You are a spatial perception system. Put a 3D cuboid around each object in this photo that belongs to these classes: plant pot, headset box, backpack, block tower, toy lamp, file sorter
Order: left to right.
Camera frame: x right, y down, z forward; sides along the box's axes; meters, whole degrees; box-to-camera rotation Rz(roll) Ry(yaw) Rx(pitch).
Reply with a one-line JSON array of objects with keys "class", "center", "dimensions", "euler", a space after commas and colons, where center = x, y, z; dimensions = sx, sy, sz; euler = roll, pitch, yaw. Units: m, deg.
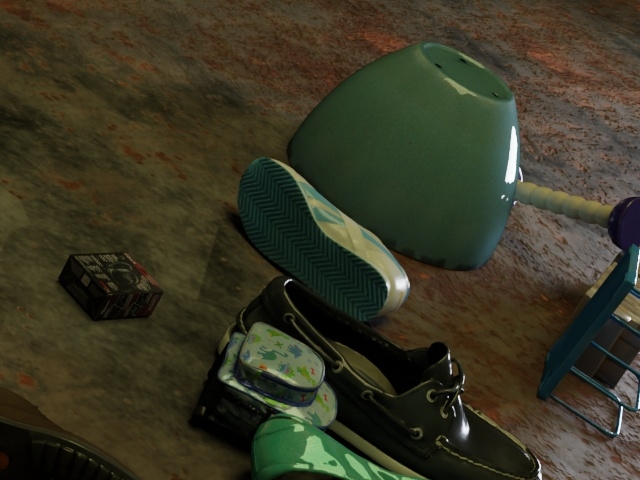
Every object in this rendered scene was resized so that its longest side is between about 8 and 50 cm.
[{"class": "headset box", "center": [-0.192, 0.041, 1.654], "dimensions": [0.062, 0.032, 0.083], "euler": [44, 25, 28]}, {"class": "backpack", "center": [-0.040, 0.136, 1.577], "dimensions": [0.114, 0.084, 0.105], "euler": [31, 25, -6]}, {"class": "plant pot", "center": [0.132, -0.128, 2.184], "dimensions": [0.290, 0.195, 0.290], "euler": [25, 24, -12]}, {"class": "toy lamp", "center": [0.291, -0.051, 2.279], "dimensions": [0.080, 0.080, 0.274], "euler": [4, 12, -46]}, {"class": "file sorter", "center": [0.335, 0.115, 1.968], "dimensions": [0.104, 0.170, 0.118], "euler": [35, 23, 0]}, {"class": "block tower", "center": [0.378, 0.079, 2.192], "dimensions": [0.091, 0.097, 0.335], "euler": [35, 25, 10]}]

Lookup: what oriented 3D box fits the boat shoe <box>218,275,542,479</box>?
[{"class": "boat shoe", "center": [0.077, 0.137, 1.676], "dimensions": [0.340, 0.113, 0.127], "euler": [30, 22, -1]}]

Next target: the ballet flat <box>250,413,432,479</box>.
[{"class": "ballet flat", "center": [0.047, 0.235, 1.509], "dimensions": [0.247, 0.083, 0.087], "euler": [26, 47, -10]}]

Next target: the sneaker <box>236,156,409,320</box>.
[{"class": "sneaker", "center": [0.000, 0.000, 1.920], "dimensions": [0.229, 0.087, 0.092], "euler": [47, 20, 18]}]

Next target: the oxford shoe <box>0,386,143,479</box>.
[{"class": "oxford shoe", "center": [-0.212, 0.157, 1.330], "dimensions": [0.227, 0.083, 0.096], "euler": [29, 18, -6]}]
